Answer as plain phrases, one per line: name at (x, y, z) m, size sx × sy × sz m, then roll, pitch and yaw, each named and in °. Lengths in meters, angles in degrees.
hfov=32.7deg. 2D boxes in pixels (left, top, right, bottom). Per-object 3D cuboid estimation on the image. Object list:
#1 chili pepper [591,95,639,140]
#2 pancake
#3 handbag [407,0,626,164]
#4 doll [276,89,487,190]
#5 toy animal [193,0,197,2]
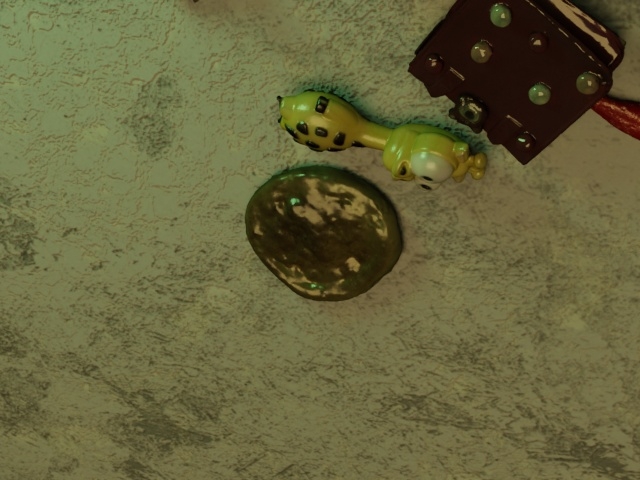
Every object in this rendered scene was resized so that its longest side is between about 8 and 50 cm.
chili pepper at (0.381, -0.155, 1.348) m, size 0.178 × 0.027 × 0.045 m, roll 30°, pitch 128°, yaw 5°
pancake at (0.000, 0.000, 1.587) m, size 0.241 × 0.050 × 0.242 m, roll 11°, pitch 125°, yaw 16°
handbag at (0.231, -0.211, 1.323) m, size 0.203 × 0.074 × 0.216 m, roll 38°, pitch 139°, yaw -5°
doll at (0.079, -0.132, 1.450) m, size 0.291 × 0.086 × 0.117 m, roll 19°, pitch 166°, yaw 7°
toy animal at (-0.193, -0.399, 1.392) m, size 0.179 × 0.089 × 0.188 m, roll 40°, pitch 134°, yaw 13°
